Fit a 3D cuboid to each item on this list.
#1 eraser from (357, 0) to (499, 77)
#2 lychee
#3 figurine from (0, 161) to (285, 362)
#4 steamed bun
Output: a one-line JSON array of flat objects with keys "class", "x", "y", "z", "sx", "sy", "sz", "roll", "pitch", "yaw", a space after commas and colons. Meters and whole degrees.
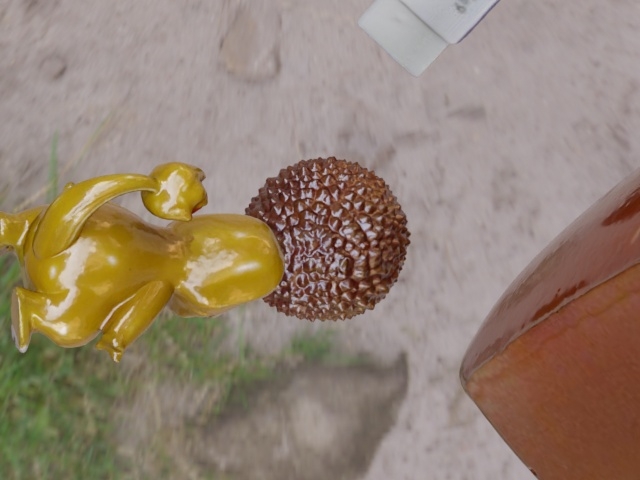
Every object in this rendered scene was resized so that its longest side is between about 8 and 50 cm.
[{"class": "eraser", "x": 0.144, "y": -0.254, "z": 1.547, "sx": 0.081, "sy": 0.124, "sz": 0.279, "roll": 41, "pitch": 136, "yaw": -4}, {"class": "lychee", "x": -0.001, "y": 0.004, "z": 1.417, "sx": 0.123, "sy": 0.129, "sz": 0.123, "roll": 12, "pitch": 127, "yaw": 17}, {"class": "figurine", "x": -0.094, "y": 0.001, "z": 1.147, "sx": 0.176, "sy": 0.121, "sz": 0.122, "roll": 3, "pitch": 140, "yaw": -34}, {"class": "steamed bun", "x": 0.283, "y": 0.049, "z": 1.373, "sx": 0.235, "sy": 0.248, "sz": 0.379, "roll": 48, "pitch": 144, "yaw": 1}]
